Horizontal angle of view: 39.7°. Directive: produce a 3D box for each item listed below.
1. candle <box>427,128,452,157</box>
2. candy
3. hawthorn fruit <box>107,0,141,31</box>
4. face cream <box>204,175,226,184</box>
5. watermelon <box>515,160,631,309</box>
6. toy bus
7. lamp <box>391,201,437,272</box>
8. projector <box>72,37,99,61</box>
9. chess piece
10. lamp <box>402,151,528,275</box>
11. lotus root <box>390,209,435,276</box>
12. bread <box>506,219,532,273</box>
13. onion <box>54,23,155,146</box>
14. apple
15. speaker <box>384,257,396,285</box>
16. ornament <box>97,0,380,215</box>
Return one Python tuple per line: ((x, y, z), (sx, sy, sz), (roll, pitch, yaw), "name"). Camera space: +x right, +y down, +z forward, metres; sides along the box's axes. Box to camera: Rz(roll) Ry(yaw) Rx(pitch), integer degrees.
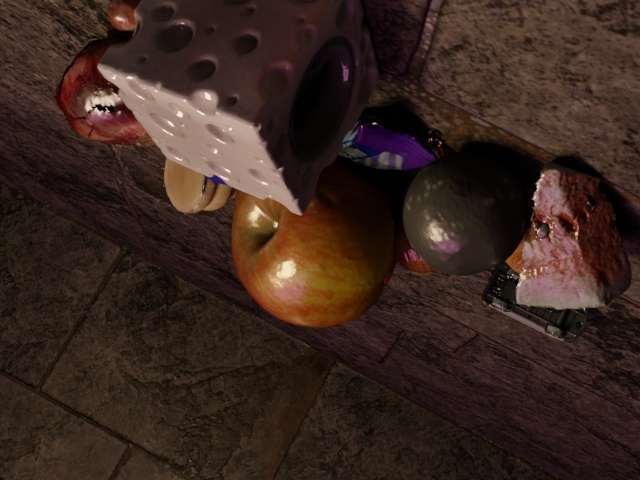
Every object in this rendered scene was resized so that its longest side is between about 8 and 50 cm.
((0.206, -0.116, 1.368), (0.026, 0.021, 0.167), (10, 156, 47), "candle")
((0.059, -0.159, 1.403), (0.145, 0.070, 0.275), (28, 171, -33), "candy")
((-0.286, -0.357, 1.404), (0.103, 0.067, 0.067), (15, 166, -10), "hawthorn fruit")
((-0.124, -0.195, 1.349), (0.206, 0.206, 0.111), (22, 160, 24), "face cream")
((0.350, -0.008, 1.249), (0.154, 0.094, 0.241), (4, 126, 30), "watermelon")
((0.402, 0.123, 1.671), (0.194, 0.087, 0.089), (26, 171, 9), "toy bus")
((0.178, -0.010, 1.538), (0.136, 0.136, 0.136), (27, 164, 8), "lamp")
((-0.426, -0.325, 1.691), (0.083, 0.083, 0.082), (33, 164, -12), "projector")
((-0.140, -0.121, 1.620), (0.261, 0.143, 0.142), (-3, -173, -38), "chess piece")
((0.207, -0.007, 1.358), (0.182, 0.182, 0.314), (26, 153, 10), "lamp")
((0.162, -0.004, 1.671), (0.183, 0.090, 0.077), (36, -172, -21), "lotus root")
((0.368, 0.010, 1.380), (0.189, 0.077, 0.114), (-13, 119, 52), "bread")
((-0.315, -0.266, 1.494), (0.252, 0.219, 0.252), (-14, 167, -3), "onion")
((0.000, 0.000, 1.518), (0.301, 0.301, 0.301), (27, 164, 8), "apple")
((0.007, 0.000, 1.797), (0.294, 0.294, 0.294), (27, 164, 8), "speaker")
((-0.091, -0.218, 1.154), (0.239, 0.240, 0.239), (23, 163, 22), "ornament")
